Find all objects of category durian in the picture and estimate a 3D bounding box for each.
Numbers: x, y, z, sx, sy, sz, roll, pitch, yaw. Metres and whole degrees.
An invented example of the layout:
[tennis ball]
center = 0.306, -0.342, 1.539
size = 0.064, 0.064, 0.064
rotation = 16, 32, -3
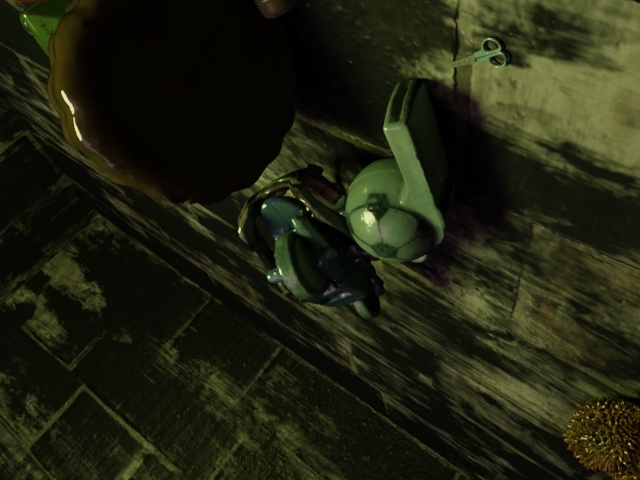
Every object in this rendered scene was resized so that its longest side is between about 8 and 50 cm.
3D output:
[durian]
center = 0.495, 0.329, 0.959
size = 0.158, 0.137, 0.168
rotation = 13, 138, 15

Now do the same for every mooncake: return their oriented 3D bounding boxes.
[mooncake]
center = -0.201, -0.214, 0.785
size = 0.187, 0.324, 0.324
rotation = 21, 152, 53

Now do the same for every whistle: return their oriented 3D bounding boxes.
[whistle]
center = 0.098, -0.068, 0.796
size = 0.164, 0.163, 0.289
rotation = 20, 150, 43

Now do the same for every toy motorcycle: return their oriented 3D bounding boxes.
[toy motorcycle]
center = 0.021, -0.004, 0.949
size = 0.182, 0.240, 0.319
rotation = 6, 169, 30

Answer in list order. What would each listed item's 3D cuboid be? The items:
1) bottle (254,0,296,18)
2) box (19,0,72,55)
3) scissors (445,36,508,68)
[bottle]
center = -0.078, -0.337, 0.688
size = 0.053, 0.053, 0.140
rotation = 18, 150, 46
[box]
center = -0.352, -0.314, 1.035
size = 0.253, 0.177, 0.328
rotation = 20, 152, 40
[scissors]
center = 0.164, -0.196, 0.622
size = 0.036, 0.006, 0.083
rotation = 52, 157, -24
